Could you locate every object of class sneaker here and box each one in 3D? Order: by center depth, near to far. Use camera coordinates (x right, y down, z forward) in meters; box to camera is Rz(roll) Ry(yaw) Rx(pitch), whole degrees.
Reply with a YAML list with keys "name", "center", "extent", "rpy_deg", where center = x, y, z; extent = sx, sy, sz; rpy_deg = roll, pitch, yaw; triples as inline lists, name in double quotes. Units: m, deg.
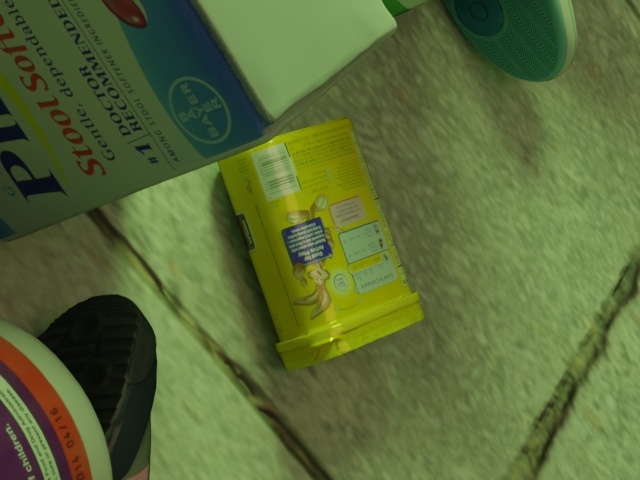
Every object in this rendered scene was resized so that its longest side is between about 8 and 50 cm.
- name: "sneaker"
  center: [-0.156, 0.196, 0.983]
  extent: [0.131, 0.112, 0.319]
  rpy_deg: [41, 56, -47]
- name: "sneaker"
  center: [0.180, -0.317, 1.389]
  extent: [0.208, 0.127, 0.319]
  rpy_deg: [-39, 106, -39]

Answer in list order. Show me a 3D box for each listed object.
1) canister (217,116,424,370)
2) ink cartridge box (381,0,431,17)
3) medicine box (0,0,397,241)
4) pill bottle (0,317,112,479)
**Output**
- name: "canister"
  center: [0.000, 0.000, 1.179]
  extent: [0.126, 0.073, 0.169]
  rpy_deg: [-20, 91, -43]
- name: "ink cartridge box"
  center: [0.076, -0.307, 1.181]
  extent: [0.211, 0.289, 0.121]
  rpy_deg: [42, 55, -26]
- name: "medicine box"
  center: [-0.149, -0.168, 0.943]
  extent: [0.149, 0.289, 0.263]
  rpy_deg: [-45, 109, -42]
- name: "pill bottle"
  center: [-0.259, 0.159, 0.757]
  extent: [0.323, 0.182, 0.181]
  rpy_deg: [-29, 99, -59]
